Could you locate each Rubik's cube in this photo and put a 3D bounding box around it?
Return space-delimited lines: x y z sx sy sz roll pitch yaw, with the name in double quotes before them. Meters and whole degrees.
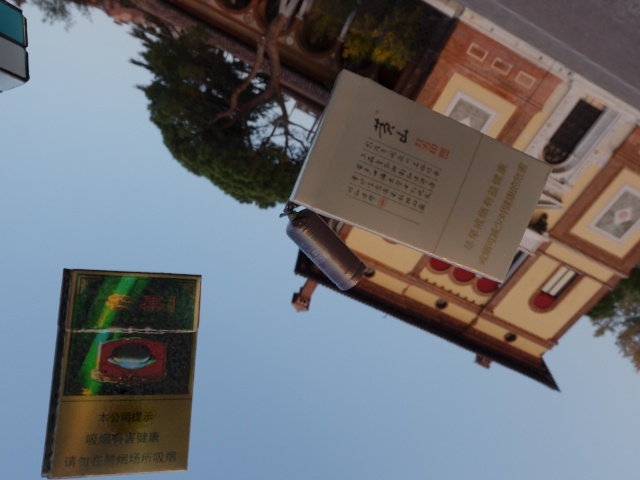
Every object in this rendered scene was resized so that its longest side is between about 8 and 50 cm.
"Rubik's cube" -0.760 -0.427 0.922 0.167 0.184 0.180 -7 177 17

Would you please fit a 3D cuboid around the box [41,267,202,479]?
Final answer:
"box" -0.236 0.157 0.541 0.159 0.240 0.071 3 173 -14

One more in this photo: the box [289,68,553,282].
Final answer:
"box" 0.157 -0.088 0.667 0.365 0.205 0.051 21 -174 -13

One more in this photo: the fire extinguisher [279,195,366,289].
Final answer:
"fire extinguisher" 0.000 0.000 1.328 0.337 0.135 0.114 45 -135 -17
